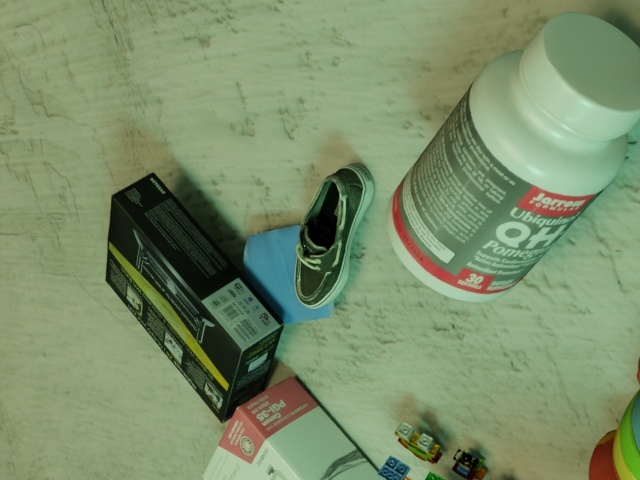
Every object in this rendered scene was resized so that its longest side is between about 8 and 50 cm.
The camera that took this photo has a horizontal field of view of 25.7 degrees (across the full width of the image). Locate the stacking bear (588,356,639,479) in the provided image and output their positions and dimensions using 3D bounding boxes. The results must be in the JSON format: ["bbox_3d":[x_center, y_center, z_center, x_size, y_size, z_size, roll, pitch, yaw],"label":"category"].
[{"bbox_3d":[0.376,0.220,1.482,0.164,0.175,0.289,56,151,20],"label":"stacking bear"}]

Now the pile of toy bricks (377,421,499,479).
[{"bbox_3d":[0.172,0.336,1.820,0.212,0.118,0.105,28,162,24],"label":"pile of toy bricks"}]

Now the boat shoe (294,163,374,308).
[{"bbox_3d":[0.000,0.000,1.811,0.078,0.070,0.219,34,125,26],"label":"boat shoe"}]

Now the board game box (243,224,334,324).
[{"bbox_3d":[-0.035,0.045,1.932,0.169,0.033,0.133,-13,96,45],"label":"board game box"}]

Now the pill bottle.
[{"bbox_3d":[0.209,-0.087,1.471,0.176,0.176,0.318,51,140,15],"label":"pill bottle"}]

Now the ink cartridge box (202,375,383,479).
[{"bbox_3d":[-0.020,0.372,2.024,0.283,0.117,0.207,47,138,19],"label":"ink cartridge box"}]

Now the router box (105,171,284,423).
[{"bbox_3d":[-0.193,0.087,2.052,0.309,0.081,0.243,48,152,18],"label":"router box"}]
